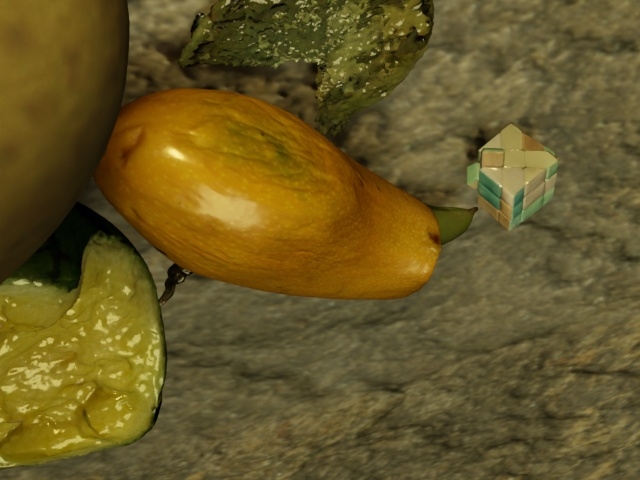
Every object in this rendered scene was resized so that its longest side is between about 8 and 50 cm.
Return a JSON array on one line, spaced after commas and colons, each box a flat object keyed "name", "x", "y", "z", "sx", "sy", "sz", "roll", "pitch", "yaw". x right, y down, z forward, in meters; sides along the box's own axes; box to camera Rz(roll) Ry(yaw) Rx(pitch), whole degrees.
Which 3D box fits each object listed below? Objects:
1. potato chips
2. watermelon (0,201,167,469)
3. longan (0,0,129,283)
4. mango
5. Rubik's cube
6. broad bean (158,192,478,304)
[{"name": "potato chips", "x": 0.003, "y": -0.165, "z": 1.428, "sx": 0.202, "sy": 0.029, "sz": 0.220, "roll": -35, "pitch": 143, "yaw": 13}, {"name": "watermelon", "x": -0.286, "y": 0.057, "z": 1.431, "sx": 0.330, "sy": 0.189, "sz": 0.331, "roll": -3, "pitch": 145, "yaw": -2}, {"name": "longan", "x": -0.287, "y": -0.103, "z": 1.029, "sx": 0.361, "sy": 0.361, "sz": 0.361, "roll": -16, "pitch": 146, "yaw": -11}, {"name": "mango", "x": -0.045, "y": -0.029, "z": 1.462, "sx": 0.187, "sy": 0.144, "sz": 0.359, "roll": 6, "pitch": 168, "yaw": 41}, {"name": "Rubik's cube", "x": 0.177, "y": -0.064, "z": 1.638, "sx": 0.084, "sy": 0.073, "sz": 0.075, "roll": -31, "pitch": 148, "yaw": -36}, {"name": "broad bean", "x": -0.003, "y": -0.007, "z": 1.623, "sx": 0.325, "sy": 0.067, "sz": 0.075, "roll": -7, "pitch": 114, "yaw": -19}]
